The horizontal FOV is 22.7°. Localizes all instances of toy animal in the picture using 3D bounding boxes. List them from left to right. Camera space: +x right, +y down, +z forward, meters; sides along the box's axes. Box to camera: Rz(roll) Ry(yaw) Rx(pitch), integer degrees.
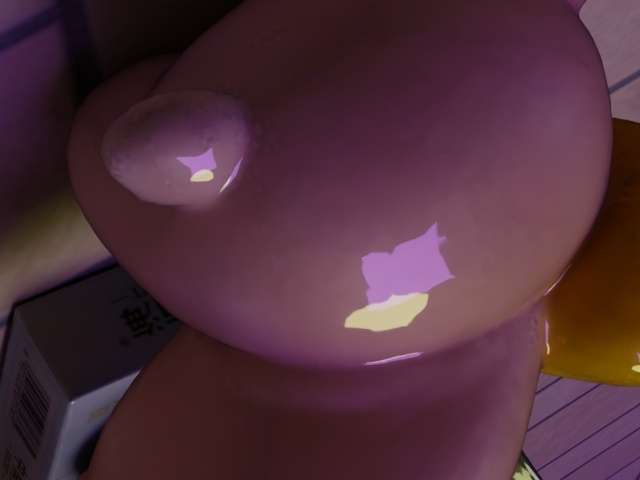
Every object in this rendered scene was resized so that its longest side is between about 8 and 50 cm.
[{"bbox_3d":[-0.015,-0.006,0.682,0.345,0.277,0.247,-42,132,-13],"label":"toy animal"}]

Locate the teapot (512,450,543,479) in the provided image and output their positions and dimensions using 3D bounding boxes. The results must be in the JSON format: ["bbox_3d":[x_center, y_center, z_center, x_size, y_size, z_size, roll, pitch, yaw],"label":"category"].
[{"bbox_3d":[-0.009,0.221,1.095,0.337,0.270,0.200,-34,129,1],"label":"teapot"}]

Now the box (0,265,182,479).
[{"bbox_3d":[-0.111,0.100,0.928,0.155,0.067,0.243,-22,154,-28],"label":"box"}]
